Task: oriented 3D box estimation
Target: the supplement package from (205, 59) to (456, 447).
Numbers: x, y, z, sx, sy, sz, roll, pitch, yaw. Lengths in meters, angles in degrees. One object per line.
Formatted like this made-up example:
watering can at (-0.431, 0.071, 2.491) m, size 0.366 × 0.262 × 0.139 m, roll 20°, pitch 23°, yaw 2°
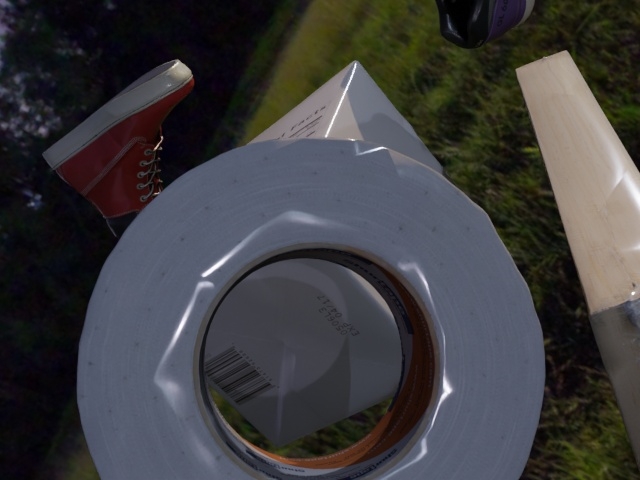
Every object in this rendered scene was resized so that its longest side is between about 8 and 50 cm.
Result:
supplement package at (0.000, 0.000, 0.674) m, size 0.175 × 0.177 × 0.293 m, roll -32°, pitch 21°, yaw 29°

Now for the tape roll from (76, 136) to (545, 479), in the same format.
tape roll at (-0.005, 0.061, 0.374) m, size 0.219 × 0.219 × 0.072 m, roll -64°, pitch 3°, yaw -7°

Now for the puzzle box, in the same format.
puzzle box at (0.223, 0.040, 0.548) m, size 0.052 × 0.272 × 0.409 m, roll -17°, pitch 23°, yaw 18°

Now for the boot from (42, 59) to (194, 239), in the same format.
boot at (-0.206, -0.097, 0.907) m, size 0.244 × 0.176 × 0.088 m, roll -28°, pitch 18°, yaw 33°

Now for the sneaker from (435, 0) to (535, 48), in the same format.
sneaker at (0.146, -0.348, 0.788) m, size 0.107 × 0.283 × 0.124 m, roll -1°, pitch 28°, yaw 48°
